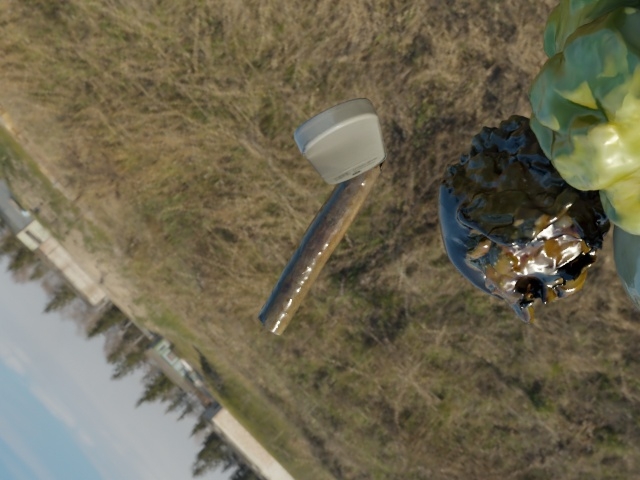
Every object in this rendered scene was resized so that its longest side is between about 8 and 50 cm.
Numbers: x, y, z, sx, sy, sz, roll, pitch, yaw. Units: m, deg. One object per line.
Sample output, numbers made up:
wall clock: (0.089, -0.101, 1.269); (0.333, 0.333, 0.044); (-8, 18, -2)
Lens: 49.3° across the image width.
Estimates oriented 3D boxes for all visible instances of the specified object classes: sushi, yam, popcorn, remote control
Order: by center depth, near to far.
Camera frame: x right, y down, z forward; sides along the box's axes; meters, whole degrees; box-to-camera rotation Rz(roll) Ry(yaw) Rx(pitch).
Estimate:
popcorn: (0.194, -0.087, 0.325); (0.185, 0.187, 0.167); (29, -172, 22)
remote control: (0.024, -0.091, 0.689); (0.245, 0.077, 0.022); (22, -136, -82)
yam: (0.000, 0.000, 0.879); (0.046, 0.264, 0.046); (30, -170, -6)
sushi: (0.263, -0.021, 0.907); (0.204, 0.213, 0.200); (45, -165, -40)

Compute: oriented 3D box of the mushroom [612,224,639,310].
mushroom: (0.496, 0.013, 0.724); (0.336, 0.314, 0.314); (38, 164, 6)
